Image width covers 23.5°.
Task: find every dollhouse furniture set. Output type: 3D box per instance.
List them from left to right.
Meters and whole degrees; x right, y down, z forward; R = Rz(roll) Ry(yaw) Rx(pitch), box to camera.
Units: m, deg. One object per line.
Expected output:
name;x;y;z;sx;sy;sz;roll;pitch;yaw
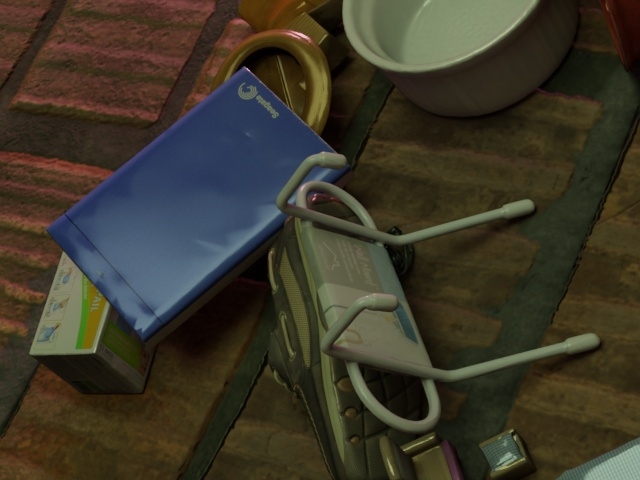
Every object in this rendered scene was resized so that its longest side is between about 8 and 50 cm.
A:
dollhouse furniture set;0.221;0.242;1.454;0.303;0.198;0.286;-27;50;14

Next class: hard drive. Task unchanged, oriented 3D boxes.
hard drive;-0.147;-0.045;1.859;0.319;0.040;0.210;-40;62;-9

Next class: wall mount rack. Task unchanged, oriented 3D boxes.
wall mount rack;0.115;0.040;1.640;0.130;0.304;0.350;-50;41;33

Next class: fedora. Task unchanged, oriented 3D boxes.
fedora;-0.053;-0.172;1.973;0.194;0.079;0.194;-7;74;26

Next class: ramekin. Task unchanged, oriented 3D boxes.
ramekin;0.179;-0.283;1.874;0.277;0.135;0.277;-16;54;23

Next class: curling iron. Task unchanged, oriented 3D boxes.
curling iron;0.000;0.000;1.862;0.274;0.035;0.068;13;75;36

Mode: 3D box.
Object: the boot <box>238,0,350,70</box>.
boot;0.027;-0.370;2.049;0.295;0.104;0.211;-46;48;3

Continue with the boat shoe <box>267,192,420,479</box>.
boat shoe;0.017;0.122;1.731;0.130;0.132;0.355;-38;47;41

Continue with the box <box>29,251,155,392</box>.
box;-0.265;0.076;1.926;0.103;0.114;0.203;-3;58;30

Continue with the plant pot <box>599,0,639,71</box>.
plant pot;0.422;-0.359;1.705;0.265;0.272;0.272;-19;52;11
